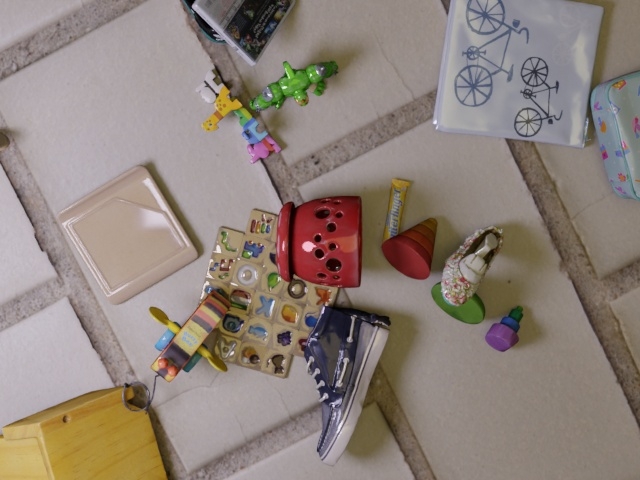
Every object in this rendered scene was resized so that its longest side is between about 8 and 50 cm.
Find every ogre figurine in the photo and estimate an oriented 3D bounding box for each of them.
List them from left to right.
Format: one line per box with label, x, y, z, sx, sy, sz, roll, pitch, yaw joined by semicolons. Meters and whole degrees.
ogre figurine;-0.057;-0.325;1.903;0.197;0.118;0.096;-6;95;0

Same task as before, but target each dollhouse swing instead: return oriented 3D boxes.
dollhouse swing;-0.555;0.526;1.993;0.315;0.305;0.346;-19;96;-41

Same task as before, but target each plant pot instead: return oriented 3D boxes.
plant pot;0.000;0.000;1.886;0.174;0.191;0.191;3;95;4

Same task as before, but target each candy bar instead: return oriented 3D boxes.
candy bar;0.161;-0.052;1.979;0.040;0.018;0.161;10;94;-2

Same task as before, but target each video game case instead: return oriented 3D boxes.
video game case;-0.153;-0.483;1.863;0.173;0.022;0.190;42;61;-27

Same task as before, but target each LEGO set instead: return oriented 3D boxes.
LEGO set;-0.193;-0.247;1.923;0.093;0.087;0.227;-42;93;2

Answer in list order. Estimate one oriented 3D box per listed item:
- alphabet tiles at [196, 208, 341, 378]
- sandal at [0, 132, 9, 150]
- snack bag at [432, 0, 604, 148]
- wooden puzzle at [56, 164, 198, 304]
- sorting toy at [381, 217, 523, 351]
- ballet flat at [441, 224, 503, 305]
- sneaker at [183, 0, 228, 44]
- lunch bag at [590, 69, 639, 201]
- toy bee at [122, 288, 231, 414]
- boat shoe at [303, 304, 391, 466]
alphabet tiles;-0.113;0.118;1.992;0.285;0.011;0.342;16;94;-3
sandal;-0.766;-0.183;1.938;0.240;0.088;0.079;3;126;6
snack bag;0.427;-0.375;1.949;0.343;0.037;0.322;6;95;-4
wooden puzzle;-0.413;-0.011;1.964;0.221;0.044;0.238;-31;99;1
sorting toy;0.304;0.080;1.964;0.365;0.127;0.126;41;65;-8
ballet flat;0.317;0.040;1.890;0.091;0.241;0.077;41;133;-5
sneaker;-0.250;-0.553;1.880;0.108;0.121;0.302;-26;95;1
lunch bag;0.708;-0.225;1.926;0.224;0.108;0.279;-19;97;-8
toy bee;-0.283;0.236;1.889;0.195;0.162;0.298;19;83;-8
boat shoe;0.020;0.299;1.956;0.158;0.127;0.340;21;85;-4
